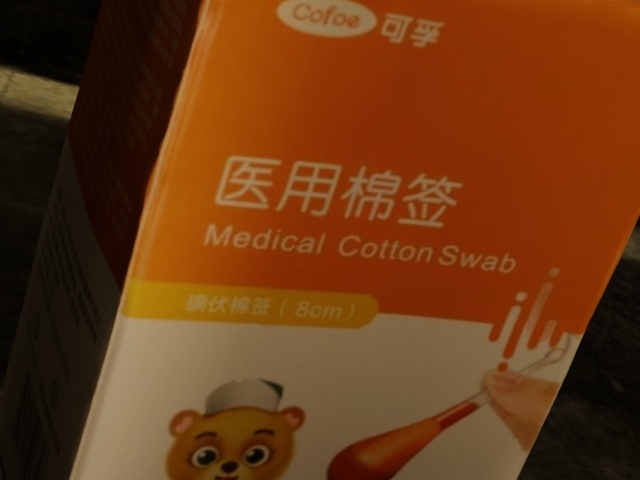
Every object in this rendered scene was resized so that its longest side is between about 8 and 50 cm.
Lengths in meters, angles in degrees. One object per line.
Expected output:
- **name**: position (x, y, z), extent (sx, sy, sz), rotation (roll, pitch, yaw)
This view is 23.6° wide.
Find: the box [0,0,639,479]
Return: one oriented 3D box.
- **box**: position (0.000, 0.000, 0.687), extent (0.225, 0.341, 0.143), rotation (6, 32, -25)
